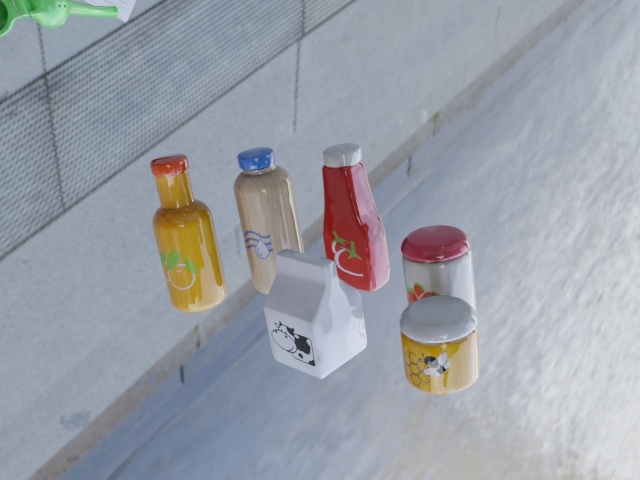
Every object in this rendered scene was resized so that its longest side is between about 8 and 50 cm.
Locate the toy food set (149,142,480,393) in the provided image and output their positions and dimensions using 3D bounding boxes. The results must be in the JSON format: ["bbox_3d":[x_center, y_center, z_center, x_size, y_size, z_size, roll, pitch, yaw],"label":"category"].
[{"bbox_3d":[0.000,0.000,0.433,0.111,0.232,0.104,-28,119,-38],"label":"toy food set"}]

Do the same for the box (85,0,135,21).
[{"bbox_3d":[-0.365,-0.455,1.195,0.145,0.186,0.038,25,66,-18],"label":"box"}]

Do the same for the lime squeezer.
[{"bbox_3d":[-0.393,-0.289,0.916,0.311,0.110,0.058,-23,114,-31],"label":"lime squeezer"}]
